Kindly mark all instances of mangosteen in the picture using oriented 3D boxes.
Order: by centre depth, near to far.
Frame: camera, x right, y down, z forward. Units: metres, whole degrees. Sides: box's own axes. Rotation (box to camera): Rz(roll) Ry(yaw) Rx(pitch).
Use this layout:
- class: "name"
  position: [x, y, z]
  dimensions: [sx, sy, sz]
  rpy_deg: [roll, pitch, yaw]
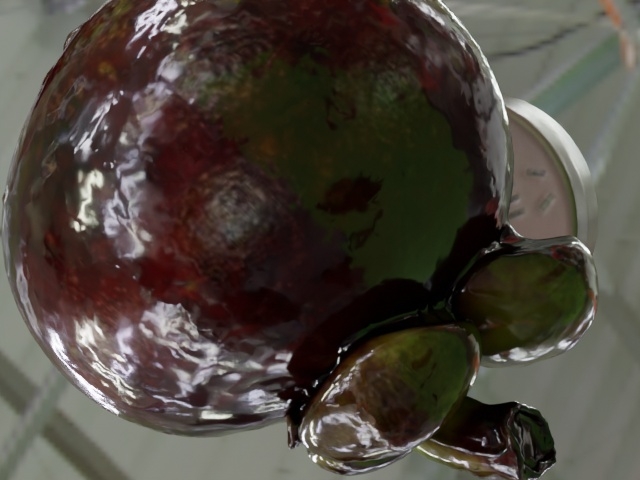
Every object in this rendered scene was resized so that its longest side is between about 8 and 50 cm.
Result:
- class: "mangosteen"
  position: [0.000, 0.000, 0.796]
  dimensions: [0.215, 0.257, 0.215]
  rpy_deg: [-49, -11, -13]

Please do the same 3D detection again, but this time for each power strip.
- class: "power strip"
  position: [0.077, -0.012, 1.123]
  dimensions: [0.078, 0.154, 0.154]
  rpy_deg: [-19, -74, -71]
